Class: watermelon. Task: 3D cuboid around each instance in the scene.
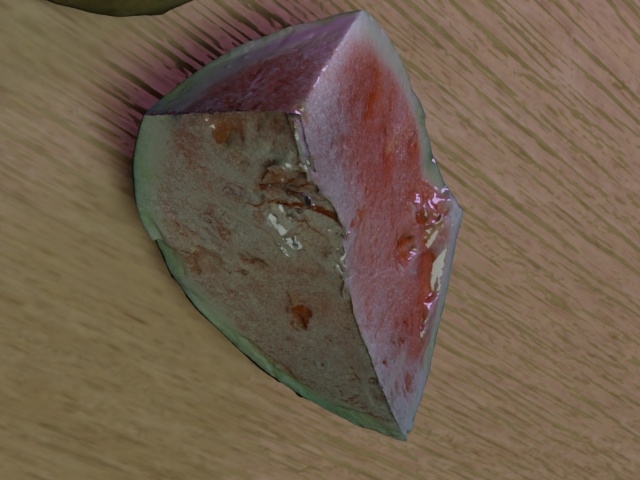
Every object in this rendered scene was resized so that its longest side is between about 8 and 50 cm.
[{"bbox_3d":[0.000,0.000,0.814,0.224,0.180,0.305,-24,125,-2],"label":"watermelon"}]

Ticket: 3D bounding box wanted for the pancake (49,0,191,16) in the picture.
[{"bbox_3d":[-0.135,-0.268,0.673,0.294,0.049,0.294,-9,119,-16],"label":"pancake"}]
